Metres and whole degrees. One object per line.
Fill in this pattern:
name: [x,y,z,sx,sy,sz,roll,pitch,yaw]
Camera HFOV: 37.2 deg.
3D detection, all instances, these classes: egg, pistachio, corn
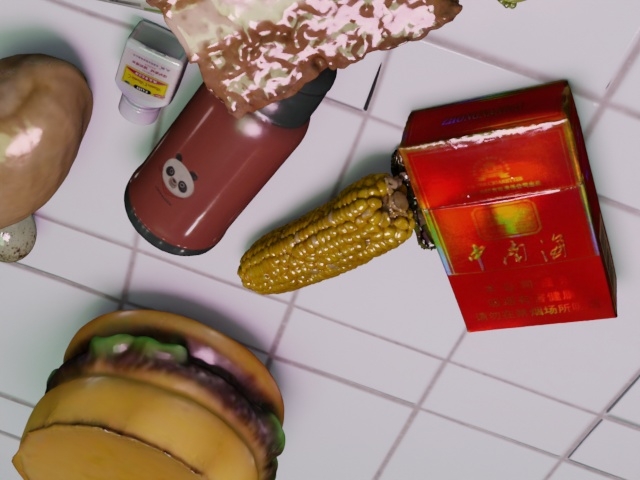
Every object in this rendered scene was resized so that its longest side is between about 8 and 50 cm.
egg: [-0.460,-0.021,1.386,0.085,0.085,0.110,-10,109,24]
pistachio: [-0.396,-0.126,1.225,0.162,0.181,0.293,54,131,18]
corn: [0.003,0.004,1.256,0.102,0.102,0.313,40,140,-20]

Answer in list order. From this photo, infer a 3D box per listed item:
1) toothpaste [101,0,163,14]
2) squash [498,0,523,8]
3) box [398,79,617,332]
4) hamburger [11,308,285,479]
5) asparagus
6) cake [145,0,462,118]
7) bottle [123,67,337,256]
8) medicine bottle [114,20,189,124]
toothpaste: [-0.213,-0.288,1.111,0.197,0.029,0.048,11,126,3]
squash: [0.252,-0.299,0.941,0.066,0.066,0.201,39,130,-18]
box: [0.239,-0.029,1.174,0.197,0.089,0.313,-8,128,24]
hamburger: [-0.242,0.282,1.461,0.395,0.277,0.396,10,135,10]
asparagus: [0.122,-0.051,1.226,0.036,0.030,0.165,10,139,37]
cake: [-0.030,-0.319,0.862,0.282,0.256,0.290,-19,126,21]
bottle: [-0.105,-0.122,1.150,0.144,0.144,0.336,34,131,-15]
medicine bottle: [-0.210,-0.201,1.170,0.074,0.055,0.118,24,133,-8]
